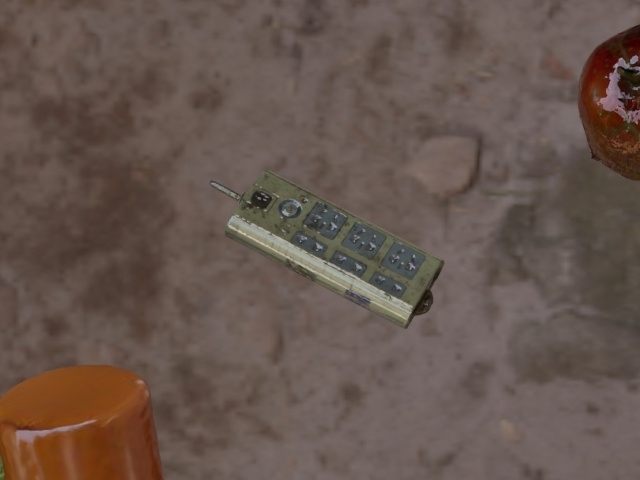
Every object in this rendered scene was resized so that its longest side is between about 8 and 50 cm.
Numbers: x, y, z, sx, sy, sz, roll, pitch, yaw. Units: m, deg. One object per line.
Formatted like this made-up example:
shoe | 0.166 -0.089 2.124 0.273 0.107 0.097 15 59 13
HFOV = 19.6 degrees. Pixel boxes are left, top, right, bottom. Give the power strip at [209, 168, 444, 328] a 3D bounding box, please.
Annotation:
power strip | 0.000 0.000 1.937 0.268 0.092 0.034 28 143 9

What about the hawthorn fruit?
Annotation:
hawthorn fruit | 0.148 -0.063 0.818 0.077 0.077 0.077 -1 88 42

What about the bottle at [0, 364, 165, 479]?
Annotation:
bottle | -0.094 0.149 0.798 0.069 0.069 0.187 10 114 42

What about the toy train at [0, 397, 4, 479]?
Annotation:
toy train | -0.265 0.156 1.030 0.261 0.177 0.134 22 123 -4
